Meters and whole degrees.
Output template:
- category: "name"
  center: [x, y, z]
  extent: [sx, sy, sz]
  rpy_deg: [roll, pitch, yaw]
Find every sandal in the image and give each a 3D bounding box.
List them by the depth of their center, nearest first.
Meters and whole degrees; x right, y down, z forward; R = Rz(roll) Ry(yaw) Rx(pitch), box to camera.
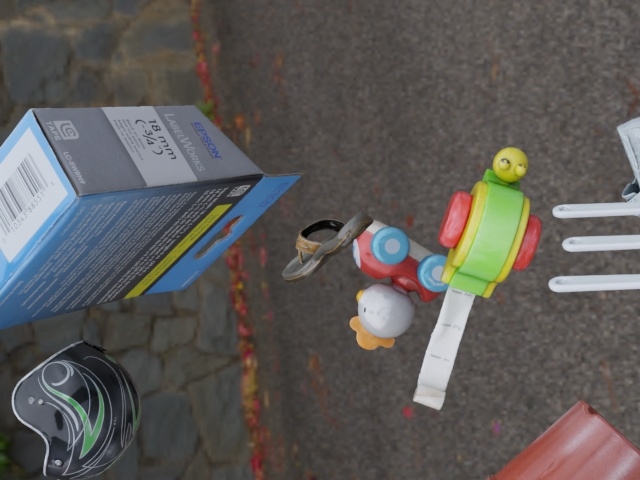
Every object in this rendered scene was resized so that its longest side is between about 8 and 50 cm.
- category: "sandal"
  center: [0.000, 0.000, 1.545]
  extent: [0.060, 0.090, 0.219]
  rpy_deg: [47, 150, -4]

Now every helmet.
- category: "helmet"
  center: [-0.326, 0.238, 1.433]
  extent: [0.161, 0.169, 0.169]
  rpy_deg: [50, 151, 7]

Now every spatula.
- category: "spatula"
  center: [0.314, -0.001, 0.878]
  extent: [0.168, 0.242, 0.019]
  rpy_deg: [-67, -29, -54]

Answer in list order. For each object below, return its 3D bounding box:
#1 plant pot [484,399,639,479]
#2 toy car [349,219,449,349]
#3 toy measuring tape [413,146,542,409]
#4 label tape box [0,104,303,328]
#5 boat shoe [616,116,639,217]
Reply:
- category: "plant pot"
  center: [0.412, 0.421, 1.710]
  extent: [0.265, 0.272, 0.272]
  rpy_deg: [-47, 28, 3]
- category: "toy car"
  center: [0.126, 0.102, 2.096]
  extent: [0.238, 0.210, 0.219]
  rpy_deg: [-60, 8, -1]
- category: "toy measuring tape"
  center: [0.178, 0.049, 1.234]
  extent: [0.121, 0.121, 0.330]
  rpy_deg: [30, 103, 68]
- category: "label tape box"
  center: [-0.213, -0.028, 1.105]
  extent: [0.241, 0.334, 0.106]
  rpy_deg: [-42, 73, 31]
- category: "boat shoe"
  center: [0.490, -0.078, 1.570]
  extent: [0.079, 0.081, 0.227]
  rpy_deg: [-69, -37, -68]
